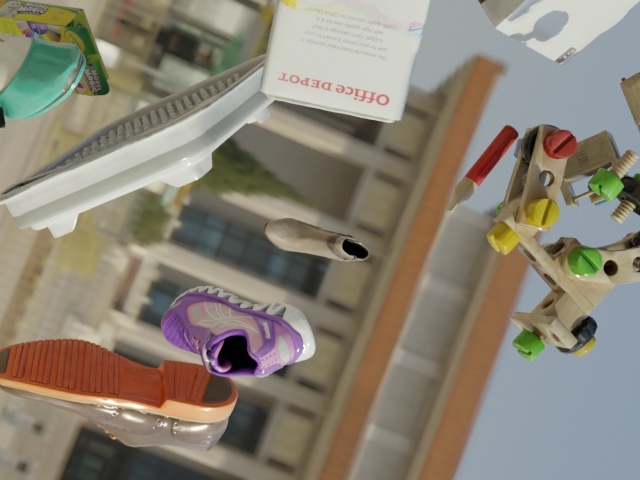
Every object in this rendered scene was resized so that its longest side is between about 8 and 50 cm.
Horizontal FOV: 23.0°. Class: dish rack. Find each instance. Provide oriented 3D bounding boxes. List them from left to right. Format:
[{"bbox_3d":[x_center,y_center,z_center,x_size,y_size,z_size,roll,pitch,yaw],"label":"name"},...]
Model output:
[{"bbox_3d":[-0.188,-0.105,1.761,0.285,0.072,0.333,-22,-167,23],"label":"dish rack"}]

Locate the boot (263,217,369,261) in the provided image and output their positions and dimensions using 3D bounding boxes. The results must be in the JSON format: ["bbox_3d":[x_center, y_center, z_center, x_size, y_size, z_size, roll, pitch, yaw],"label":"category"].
[{"bbox_3d":[0.000,0.000,1.934,0.087,0.118,0.042,10,-92,48],"label":"boot"}]

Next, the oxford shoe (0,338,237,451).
[{"bbox_3d":[-0.312,0.242,2.309,0.130,0.363,0.133,-88,-167,-56],"label":"oxford shoe"}]

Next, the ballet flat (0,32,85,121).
[{"bbox_3d":[-0.318,-0.166,1.584,0.247,0.087,0.083,-5,-124,62],"label":"ballet flat"}]

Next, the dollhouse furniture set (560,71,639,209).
[{"bbox_3d":[0.400,-0.130,2.056,0.129,0.183,0.129,15,54,-66],"label":"dollhouse furniture set"}]

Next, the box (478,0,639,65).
[{"bbox_3d":[0.298,-0.333,1.929,0.181,0.182,0.119,-40,-120,23],"label":"box"}]

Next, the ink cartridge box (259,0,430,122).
[{"bbox_3d":[0.032,-0.245,1.642,0.093,0.154,0.212,-89,-169,-71],"label":"ink cartridge box"}]

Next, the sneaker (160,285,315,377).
[{"bbox_3d":[-0.125,0.125,2.001,0.104,0.236,0.095,-40,124,-41],"label":"sneaker"}]

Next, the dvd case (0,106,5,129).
[{"bbox_3d":[-0.454,-0.095,1.521,0.179,0.238,0.029,-25,105,-67],"label":"dvd case"}]

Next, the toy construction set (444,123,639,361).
[{"bbox_3d":[0.263,0.004,1.932,0.237,0.257,0.309,-50,-140,-6],"label":"toy construction set"}]

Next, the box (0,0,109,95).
[{"bbox_3d":[-0.326,-0.231,1.865,0.043,0.179,0.105,-52,142,-35],"label":"box"}]
